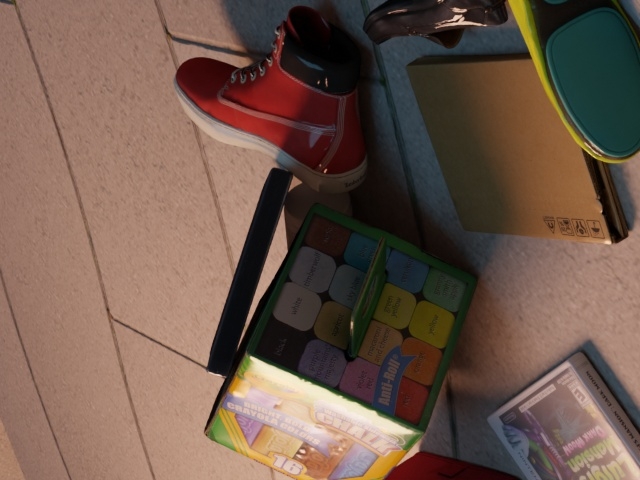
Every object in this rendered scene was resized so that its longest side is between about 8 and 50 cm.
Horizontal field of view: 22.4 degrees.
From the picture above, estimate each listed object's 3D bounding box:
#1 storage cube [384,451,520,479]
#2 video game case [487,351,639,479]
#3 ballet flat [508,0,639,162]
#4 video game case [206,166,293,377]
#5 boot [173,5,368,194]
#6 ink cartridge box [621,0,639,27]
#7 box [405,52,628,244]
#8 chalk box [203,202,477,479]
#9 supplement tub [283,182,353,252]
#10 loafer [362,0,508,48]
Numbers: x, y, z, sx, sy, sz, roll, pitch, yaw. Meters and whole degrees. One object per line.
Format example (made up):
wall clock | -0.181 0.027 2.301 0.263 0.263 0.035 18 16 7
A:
storage cube | 0.111 0.354 1.667 0.215 0.193 0.183 7 122 59
video game case | 0.242 0.205 1.483 0.173 0.022 0.190 56 153 9
ballet flat | 0.178 -0.166 1.192 0.077 0.077 0.231 -176 61 -83
video game case | -0.072 0.030 1.591 0.026 0.196 0.274 18 178 -2
boot | -0.052 -0.169 1.562 0.244 0.088 0.176 29 140 34
ink cartridge box | 0.227 -0.192 1.063 0.179 0.045 0.145 61 -176 -43
box | 0.160 -0.078 1.349 0.201 0.021 0.164 7 122 58
chalk box | 0.025 0.100 1.519 0.179 0.180 0.289 25 151 -3
supplement tub | 0.000 0.000 1.648 0.071 0.071 0.107 38 146 38
loafer | 0.091 -0.183 1.326 0.061 0.062 0.170 59 155 -7
